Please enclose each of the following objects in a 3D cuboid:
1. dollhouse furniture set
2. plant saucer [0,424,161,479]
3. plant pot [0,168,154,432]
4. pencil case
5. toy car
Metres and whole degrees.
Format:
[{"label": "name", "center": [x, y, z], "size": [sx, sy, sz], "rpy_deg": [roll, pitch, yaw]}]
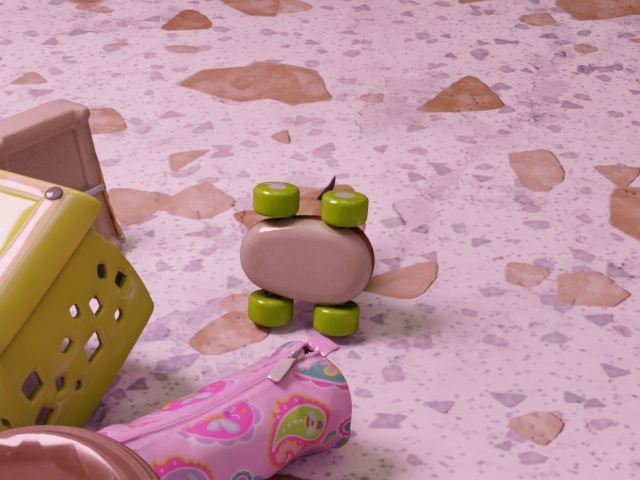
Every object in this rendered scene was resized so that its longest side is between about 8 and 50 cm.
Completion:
[{"label": "dollhouse furniture set", "center": [-0.396, -0.031, 1.573], "size": [0.151, 0.198, 0.301], "rpy_deg": [5, 24, 39]}, {"label": "plant saucer", "center": [-0.246, 0.262, 1.084], "size": [0.277, 0.041, 0.278], "rpy_deg": [-7, 52, 9]}, {"label": "plant pot", "center": [-0.322, 0.057, 1.321], "size": [0.228, 0.207, 0.227], "rpy_deg": [15, 53, 20]}, {"label": "pencil case", "center": [-0.098, 0.183, 1.261], "size": [0.284, 0.124, 0.124], "rpy_deg": [-23, 38, -34]}, {"label": "toy car", "center": [0.000, 0.000, 1.567], "size": [0.149, 0.155, 0.188], "rpy_deg": [8, 18, 11]}]
